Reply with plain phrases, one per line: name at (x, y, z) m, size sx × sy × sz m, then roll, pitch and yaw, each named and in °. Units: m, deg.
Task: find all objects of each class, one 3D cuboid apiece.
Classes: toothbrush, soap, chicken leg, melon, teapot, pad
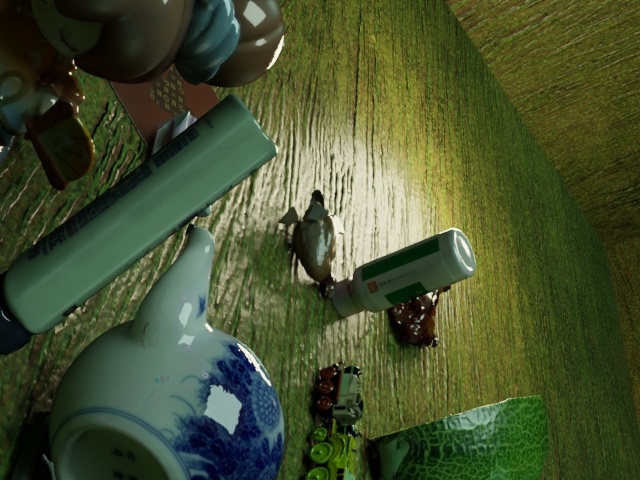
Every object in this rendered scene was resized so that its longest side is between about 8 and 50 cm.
toothbrush at (-0.312, 0.287, 0.927) m, size 0.297 × 0.030 × 0.030 m, roll -82°, pitch 165°, yaw -48°
soap at (-0.204, -0.113, 1.401) m, size 0.100 × 0.056 × 0.149 m, roll 44°, pitch 37°, yaw -43°
chicken leg at (0.221, 0.121, 1.985) m, size 0.177 × 0.083 × 0.322 m, roll 62°, pitch 27°, yaw -28°
melon at (0.239, 0.408, 1.686) m, size 0.226 × 0.331 × 0.343 m, roll 37°, pitch 21°, yaw 31°
teapot at (-0.152, 0.195, 1.040) m, size 0.280 × 0.252 × 0.424 m, roll -44°, pitch 140°, yaw -61°
pad at (-0.234, -0.223, 1.503) m, size 0.181 × 0.004 × 0.267 m, roll 60°, pitch 28°, yaw -10°

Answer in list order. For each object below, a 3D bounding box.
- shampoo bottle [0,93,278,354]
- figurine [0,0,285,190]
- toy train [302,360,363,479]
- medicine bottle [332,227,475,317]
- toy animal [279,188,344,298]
shampoo bottle at (-0.214, -0.021, 1.014) m, size 0.078 × 0.359 × 0.134 m, roll 53°, pitch -1°, yaw -24°
figurine at (-0.262, -0.228, 1.032) m, size 0.277 × 0.388 × 0.248 m, roll 60°, pitch 26°, yaw -7°
toy train at (0.025, 0.294, 1.474) m, size 0.250 × 0.085 × 0.053 m, roll -82°, pitch 156°, yaw -46°
medicine bottle at (0.142, 0.064, 1.672) m, size 0.095 × 0.260 × 0.095 m, roll 43°, pitch 35°, yaw -41°
toy animal at (0.000, 0.000, 1.674) m, size 0.188 × 0.089 × 0.179 m, roll -82°, pitch 157°, yaw -46°
